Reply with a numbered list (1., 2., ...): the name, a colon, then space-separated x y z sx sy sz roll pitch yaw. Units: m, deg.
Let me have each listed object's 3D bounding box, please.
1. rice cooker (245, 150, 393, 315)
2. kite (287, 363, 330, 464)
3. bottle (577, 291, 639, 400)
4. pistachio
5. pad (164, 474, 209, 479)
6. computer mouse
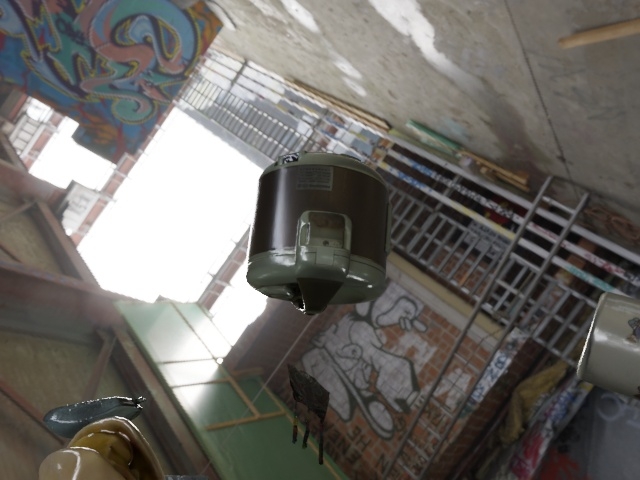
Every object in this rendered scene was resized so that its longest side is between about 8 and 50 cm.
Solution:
1. rice cooker: 0.000 0.000 1.138 0.335 0.325 0.335 5 162 2
2. kite: -0.027 0.425 1.264 0.152 0.015 0.285 38 -161 -16
3. bottle: 0.405 0.137 0.523 0.233 0.110 0.110 16 173 30
4. pistachio: -0.274 0.381 0.632 0.188 0.299 0.187 -5 -177 0
5. pad: -0.442 0.862 1.565 0.170 0.245 0.006 -1 149 7
6. computer mouse: -0.503 0.403 1.129 0.113 0.229 0.068 80 -179 -63
